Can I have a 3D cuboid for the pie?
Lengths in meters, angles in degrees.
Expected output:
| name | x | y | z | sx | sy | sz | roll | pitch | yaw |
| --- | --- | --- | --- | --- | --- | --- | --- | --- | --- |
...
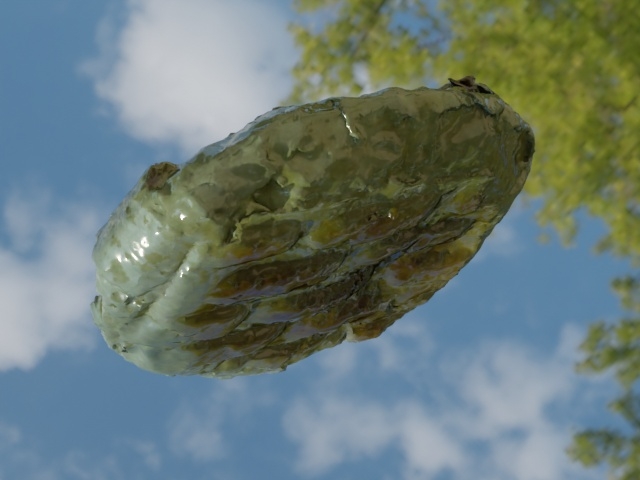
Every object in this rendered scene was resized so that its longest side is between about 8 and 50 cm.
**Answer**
| name | x | y | z | sx | sy | sz | roll | pitch | yaw |
| --- | --- | --- | --- | --- | --- | --- | --- | --- | --- |
| pie | 0.000 | 0.000 | 0.982 | 0.306 | 0.306 | 0.071 | -11 | -114 | -34 |
